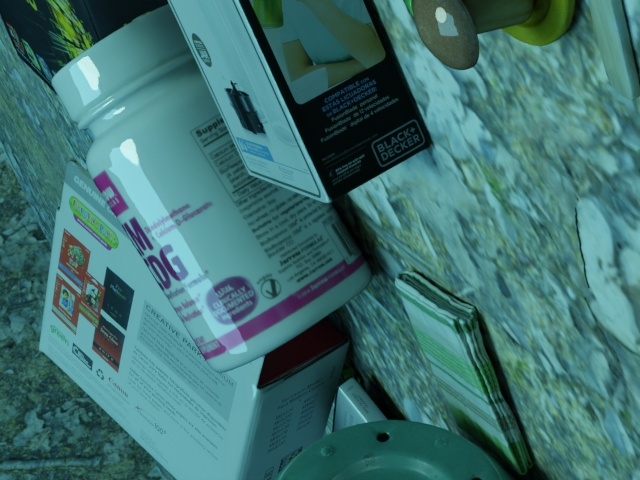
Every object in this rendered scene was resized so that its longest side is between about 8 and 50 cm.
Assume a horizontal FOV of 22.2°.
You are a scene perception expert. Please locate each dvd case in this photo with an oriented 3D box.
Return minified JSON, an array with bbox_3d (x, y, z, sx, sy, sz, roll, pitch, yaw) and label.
[{"bbox_3d":[0.094,0.260,1.576,0.253,0.022,0.180,50,162,19],"label":"dvd case"}]

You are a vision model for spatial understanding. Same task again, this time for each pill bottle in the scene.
[{"bbox_3d":[-0.094,-0.047,1.365,0.283,0.160,0.160,58,166,-2],"label":"pill bottle"}]

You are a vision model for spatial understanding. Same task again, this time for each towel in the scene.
[{"bbox_3d":[0.112,0.100,1.264,0.113,0.023,0.152,37,155,61],"label":"towel"}]

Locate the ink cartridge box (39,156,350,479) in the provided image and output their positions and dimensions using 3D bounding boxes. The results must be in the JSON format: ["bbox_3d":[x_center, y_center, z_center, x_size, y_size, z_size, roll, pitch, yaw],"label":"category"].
[{"bbox_3d":[-0.129,0.080,1.636,0.309,0.130,0.271,39,136,27],"label":"ink cartridge box"}]

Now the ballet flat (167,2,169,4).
[{"bbox_3d":[-0.102,-0.167,1.434,0.114,0.041,0.041,64,165,-14],"label":"ballet flat"}]

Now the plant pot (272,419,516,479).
[{"bbox_3d":[0.061,0.284,1.287,0.293,0.293,0.235,47,153,42],"label":"plant pot"}]

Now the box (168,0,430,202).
[{"bbox_3d":[-0.046,-0.180,1.122,0.290,0.087,0.169,66,164,-19],"label":"box"}]

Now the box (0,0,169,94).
[{"bbox_3d":[-0.250,-0.258,1.645,0.395,0.097,0.318,44,156,45],"label":"box"}]

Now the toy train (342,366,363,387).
[{"bbox_3d":[0.034,0.157,1.632,0.083,0.017,0.023,77,168,-48],"label":"toy train"}]

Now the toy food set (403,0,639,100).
[{"bbox_3d":[0.064,-0.149,0.844,0.218,0.071,0.128,44,158,47],"label":"toy food set"}]

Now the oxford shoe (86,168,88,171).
[{"bbox_3d":[-0.136,0.028,1.816,0.363,0.130,0.132,52,144,15],"label":"oxford shoe"}]
